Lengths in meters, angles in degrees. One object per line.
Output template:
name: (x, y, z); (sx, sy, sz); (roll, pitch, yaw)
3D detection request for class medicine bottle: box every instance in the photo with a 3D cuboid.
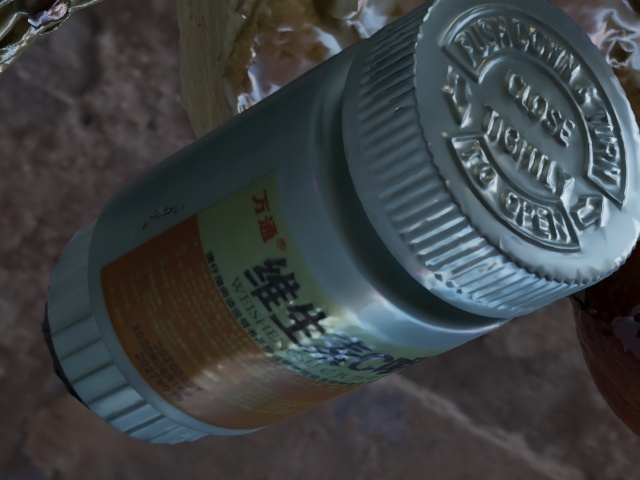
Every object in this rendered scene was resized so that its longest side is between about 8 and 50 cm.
medicine bottle: (0.000, 0.000, 1.031); (0.318, 0.158, 0.158); (-26, -135, 45)

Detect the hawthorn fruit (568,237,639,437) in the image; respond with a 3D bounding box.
hawthorn fruit: (0.242, 0.062, 1.064); (0.181, 0.181, 0.235); (-45, -106, 24)

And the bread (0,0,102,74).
bread: (-0.226, -0.297, 1.221); (0.314, 0.370, 0.191); (-39, 174, 1)

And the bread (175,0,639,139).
bread: (0.090, -0.183, 1.418); (0.390, 0.371, 0.279); (93, -14, -50)
